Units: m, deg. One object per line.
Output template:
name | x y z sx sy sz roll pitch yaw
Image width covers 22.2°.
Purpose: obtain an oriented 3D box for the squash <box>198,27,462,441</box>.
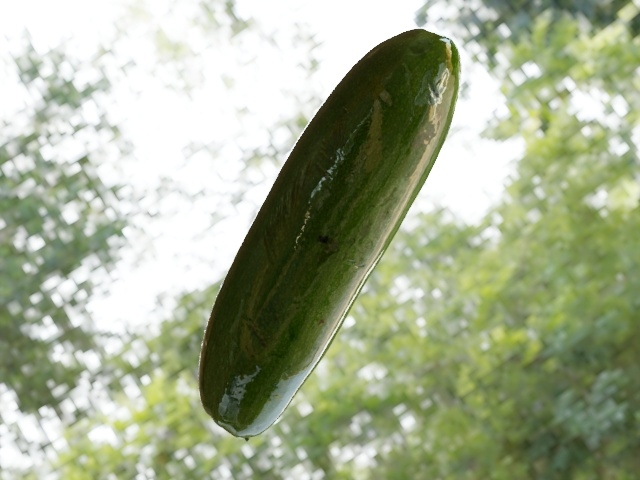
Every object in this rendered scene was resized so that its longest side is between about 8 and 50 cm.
squash | -0.001 -0.001 1.007 0.082 0.082 0.292 0 -57 -61
